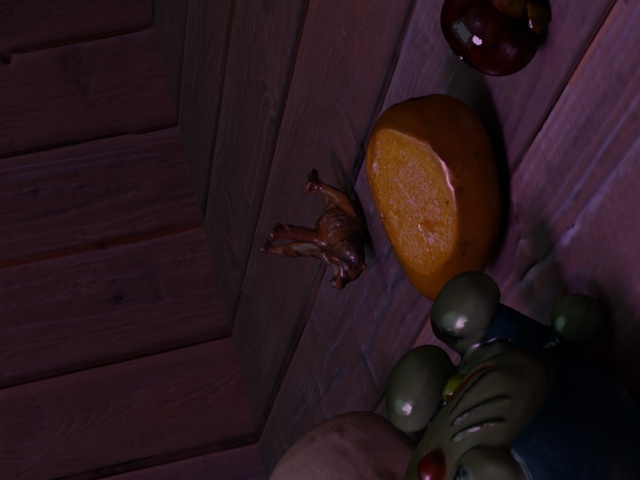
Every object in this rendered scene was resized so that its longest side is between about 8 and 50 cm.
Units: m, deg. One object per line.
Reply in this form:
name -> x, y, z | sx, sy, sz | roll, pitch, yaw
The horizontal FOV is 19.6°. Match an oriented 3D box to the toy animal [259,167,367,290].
toy animal -> 0.005, -0.007, 2.243 | 0.116, 0.114, 0.255 | 35, 174, -2

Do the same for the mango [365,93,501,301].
mango -> 0.106, -0.033, 1.596 | 0.141, 0.102, 0.217 | 35, 145, 40

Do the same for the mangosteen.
mangosteen -> 0.130, -0.163, 1.376 | 0.081, 0.081, 0.081 | 168, 90, -80

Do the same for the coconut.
coconut -> 0.039, 0.296, 2.072 | 0.224, 0.224, 0.224 | 168, 90, -80

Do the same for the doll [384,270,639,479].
doll -> 0.150, 0.156, 1.344 | 0.322, 0.186, 0.198 | -86, 22, -60
